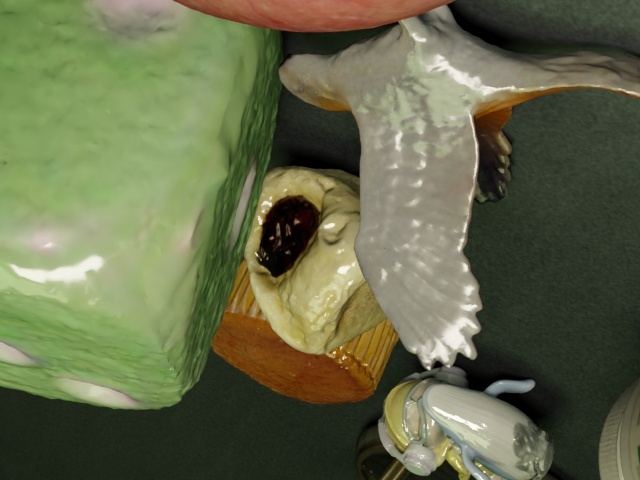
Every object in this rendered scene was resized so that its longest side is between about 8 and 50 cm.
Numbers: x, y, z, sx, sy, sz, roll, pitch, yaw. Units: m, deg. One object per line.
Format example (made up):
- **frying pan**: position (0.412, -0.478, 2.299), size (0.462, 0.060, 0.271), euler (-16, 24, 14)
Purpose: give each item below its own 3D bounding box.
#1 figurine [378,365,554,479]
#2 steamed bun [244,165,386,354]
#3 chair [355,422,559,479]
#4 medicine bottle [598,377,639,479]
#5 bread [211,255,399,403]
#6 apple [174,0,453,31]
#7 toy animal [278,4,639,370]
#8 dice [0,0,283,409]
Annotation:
- **figurine**: position (0.156, 0.205, 1.649), size (0.184, 0.128, 0.208), euler (9, 153, 35)
- **steamed bun**: position (0.000, 0.000, 1.416), size (0.155, 0.172, 0.141), euler (46, 117, 17)
- **chair**: position (0.105, 0.452, 1.807), size (0.362, 0.410, 0.364), euler (26, 154, 5)
- **medicine bottle**: position (0.352, 0.164, 1.264), size (0.208, 0.208, 0.339), euler (27, 166, 0)
- **bread**: position (-0.022, 0.095, 1.633), size (0.199, 0.104, 0.199), euler (20, 154, 10)
- **apple**: position (0.007, -0.270, 0.815), size (0.345, 0.269, 0.344), euler (24, 136, 26)
- **toy animal**: position (0.124, -0.101, 1.142), size (0.284, 0.225, 0.302), euler (-26, 112, 35)
- **dice**: position (-0.216, -0.065, 1.233), size (0.330, 0.318, 0.322), euler (15, 159, 2)
